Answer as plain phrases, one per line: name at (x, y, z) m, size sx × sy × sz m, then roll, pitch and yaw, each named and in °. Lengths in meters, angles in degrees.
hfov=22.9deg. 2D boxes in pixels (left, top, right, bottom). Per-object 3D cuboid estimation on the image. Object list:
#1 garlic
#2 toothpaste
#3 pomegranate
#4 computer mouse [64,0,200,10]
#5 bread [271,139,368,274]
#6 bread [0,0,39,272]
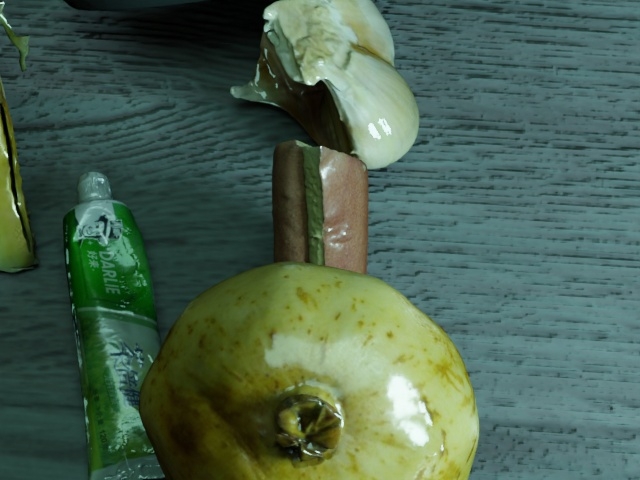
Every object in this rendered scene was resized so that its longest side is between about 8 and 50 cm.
garlic at (0.009, -0.126, 1.212) m, size 0.124 × 0.099 × 0.174 m, roll -12°, pitch 63°, yaw -30°
toothpaste at (-0.146, 0.060, 1.128) m, size 0.078 × 0.047 × 0.248 m, roll -11°, pitch 63°, yaw -4°
pomegranate at (-0.009, 0.119, 0.992) m, size 0.215 × 0.215 × 0.215 m, roll 0°, pitch 60°, yaw 0°
computer mouse at (-0.076, -0.240, 1.240) m, size 0.270 × 0.086 × 0.137 m, roll -7°, pitch 19°, yaw -1°
bread at (0.001, 0.000, 1.120) m, size 0.067 × 0.192 × 0.119 m, roll -1°, pitch 27°, yaw 0°
bread at (-0.324, -0.117, 1.089) m, size 0.249 × 0.315 × 0.279 m, roll -16°, pitch 72°, yaw -7°
